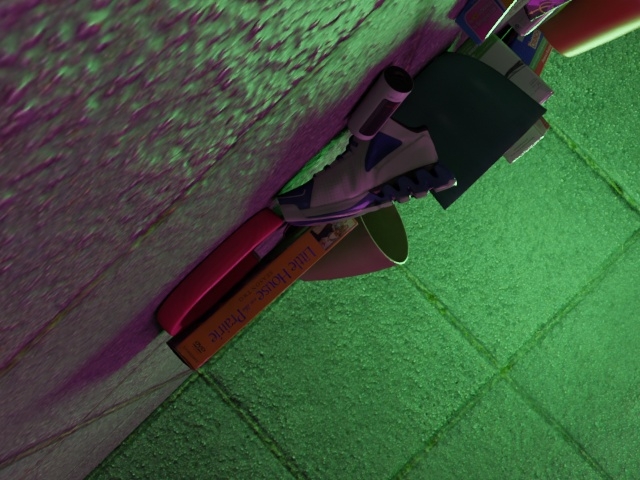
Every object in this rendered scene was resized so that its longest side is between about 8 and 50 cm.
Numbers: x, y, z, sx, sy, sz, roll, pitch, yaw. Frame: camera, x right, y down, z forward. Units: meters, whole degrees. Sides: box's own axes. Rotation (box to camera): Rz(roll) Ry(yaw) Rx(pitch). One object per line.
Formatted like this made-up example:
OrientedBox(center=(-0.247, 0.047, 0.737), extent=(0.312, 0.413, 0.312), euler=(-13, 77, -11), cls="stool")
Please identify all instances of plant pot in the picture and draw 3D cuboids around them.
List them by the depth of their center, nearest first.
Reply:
OrientedBox(center=(0.282, -0.248, 1.741), extent=(0.293, 0.235, 0.293), euler=(-44, 176, -4), cls="plant pot")
OrientedBox(center=(0.662, -0.596, 2.039), extent=(0.243, 0.275, 0.275), euler=(-33, -175, 38), cls="plant pot")
OrientedBox(center=(0.048, -0.002, 2.166), extent=(0.274, 0.257, 0.256), euler=(-27, -175, 26), cls="plant pot")

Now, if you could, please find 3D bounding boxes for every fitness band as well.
OrientedBox(center=(-0.179, 0.058, 1.516), extent=(0.291, 0.054, 0.209), euler=(-45, 177, -10), cls="fitness band")

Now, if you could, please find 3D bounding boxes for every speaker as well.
OrientedBox(center=(0.096, -0.223, 1.354), extent=(0.055, 0.055, 0.136), euler=(-42, 176, -38), cls="speaker")

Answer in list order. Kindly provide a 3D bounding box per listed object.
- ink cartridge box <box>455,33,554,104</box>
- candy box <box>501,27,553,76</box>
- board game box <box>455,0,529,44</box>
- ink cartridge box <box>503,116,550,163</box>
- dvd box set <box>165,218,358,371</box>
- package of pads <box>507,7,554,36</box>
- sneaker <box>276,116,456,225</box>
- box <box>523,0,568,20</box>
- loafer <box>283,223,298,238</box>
OrientedBox(center=(0.423, -0.383, 1.910), extent=(0.092, 0.219, 0.160), euler=(-45, 176, 16), cls="ink cartridge box")
OrientedBox(center=(0.545, -0.497, 2.438), extent=(0.268, 0.122, 0.317), euler=(-58, -176, -31), cls="candy box")
OrientedBox(center=(0.375, -0.487, 1.372), extent=(0.242, 0.064, 0.316), euler=(-43, 177, -24), cls="board game box")
OrientedBox(center=(0.464, -0.359, 2.199), extent=(0.117, 0.283, 0.207), euler=(-42, 178, 25), cls="ink cartridge box")
OrientedBox(center=(-0.129, 0.094, 1.689), extent=(0.420, 0.062, 0.307), euler=(-42, -174, -14), cls="dvd box set")
OrientedBox(center=(0.523, -0.575, 1.789), extent=(0.229, 0.101, 0.296), euler=(-45, 177, 38), cls="package of pads")
OrientedBox(center=(0.070, -0.140, 1.505), extent=(0.315, 0.182, 0.127), euler=(-15, 175, 2), cls="sneaker")
OrientedBox(center=(0.463, -0.506, 1.615), extent=(0.162, 0.029, 0.116), euler=(-27, 145, 15), cls="box")
OrientedBox(center=(0.018, -0.081, 1.891), extent=(0.267, 0.096, 0.084), euler=(-44, 171, 28), cls="loafer")
